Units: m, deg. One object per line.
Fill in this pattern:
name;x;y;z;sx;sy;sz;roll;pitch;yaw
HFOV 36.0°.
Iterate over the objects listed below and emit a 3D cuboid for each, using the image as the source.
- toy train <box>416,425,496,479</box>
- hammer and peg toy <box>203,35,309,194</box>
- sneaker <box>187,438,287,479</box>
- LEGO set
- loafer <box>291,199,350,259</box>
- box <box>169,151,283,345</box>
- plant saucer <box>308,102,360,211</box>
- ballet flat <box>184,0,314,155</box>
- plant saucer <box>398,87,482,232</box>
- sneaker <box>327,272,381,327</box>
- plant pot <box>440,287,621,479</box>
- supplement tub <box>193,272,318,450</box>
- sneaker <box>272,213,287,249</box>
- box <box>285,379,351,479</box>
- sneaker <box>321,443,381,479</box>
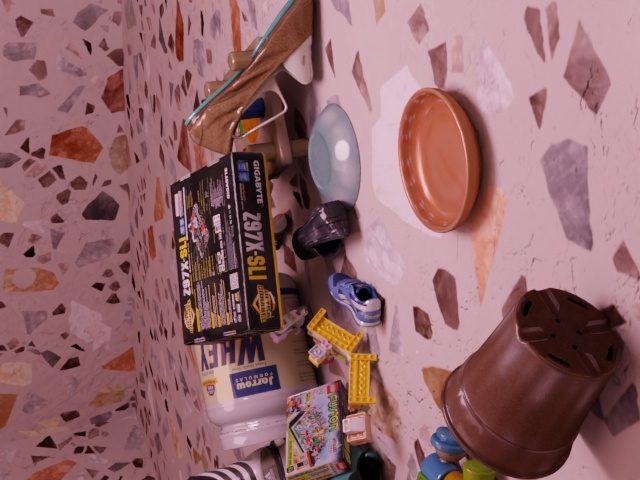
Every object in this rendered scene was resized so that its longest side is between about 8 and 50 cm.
toy train;0.212;0.371;1.356;0.248;0.105;0.143;-142;60;-61
hammer and peg toy;-0.113;-0.189;1.925;0.266;0.127;0.361;152;107;-66
sneaker;-0.176;0.527;2.146;0.447;0.257;0.169;109;147;-71
LEGO set;0.034;0.238;1.738;0.287;0.132;0.107;52;160;28
loafer;0.000;0.000;1.770;0.223;0.076;0.078;128;124;-66
box;-0.178;0.021;1.809;0.257;0.079;0.322;-20;74;56
plant saucer;0.014;-0.143;1.733;0.195;0.037;0.195;170;90;-70
ballet flat;-0.094;-0.287;1.748;0.124;0.342;0.116;40;-176;-4
plant saucer;0.166;-0.110;1.347;0.200;0.037;0.200;171;90;-69
sneaker;0.062;0.090;1.686;0.144;0.053;0.059;44;140;45
plant pot;0.241;0.152;1.100;0.167;0.167;0.165;65;147;37
supplement tub;-0.135;0.246;2.005;0.235;0.235;0.325;143;116;-67
sneaker;-0.096;-0.013;2.076;0.065;0.061;0.158;55;162;-8
box;-0.005;0.347;1.781;0.207;0.114;0.036;-92;-22;-58
sneaker;0.052;0.406;1.792;0.302;0.121;0.108;-100;-12;-62
